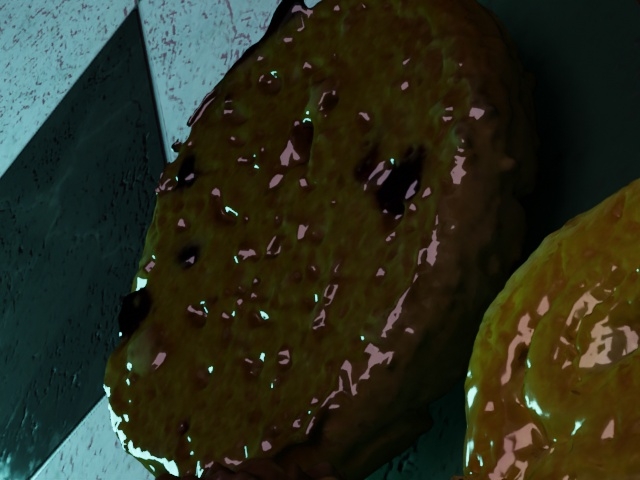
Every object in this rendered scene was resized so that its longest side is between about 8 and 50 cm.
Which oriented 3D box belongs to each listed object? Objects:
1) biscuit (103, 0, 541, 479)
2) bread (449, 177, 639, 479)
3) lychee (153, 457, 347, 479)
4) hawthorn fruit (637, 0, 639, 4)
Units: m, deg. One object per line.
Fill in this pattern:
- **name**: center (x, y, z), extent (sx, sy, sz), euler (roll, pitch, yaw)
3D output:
- **biscuit**: center (0.002, 0.000, 0.858), extent (0.296, 0.075, 0.296), euler (-33, 43, 36)
- **bread**: center (0.134, 0.072, 0.553), extent (0.198, 0.120, 0.236), euler (-38, 37, 38)
- **lychee**: center (-0.009, 0.187, 0.621), extent (0.200, 0.238, 0.200), euler (-12, 24, 6)
- **hawthorn fruit**: center (0.164, -0.150, 0.518), extent (0.300, 0.254, 0.254), euler (-19, 44, 13)
